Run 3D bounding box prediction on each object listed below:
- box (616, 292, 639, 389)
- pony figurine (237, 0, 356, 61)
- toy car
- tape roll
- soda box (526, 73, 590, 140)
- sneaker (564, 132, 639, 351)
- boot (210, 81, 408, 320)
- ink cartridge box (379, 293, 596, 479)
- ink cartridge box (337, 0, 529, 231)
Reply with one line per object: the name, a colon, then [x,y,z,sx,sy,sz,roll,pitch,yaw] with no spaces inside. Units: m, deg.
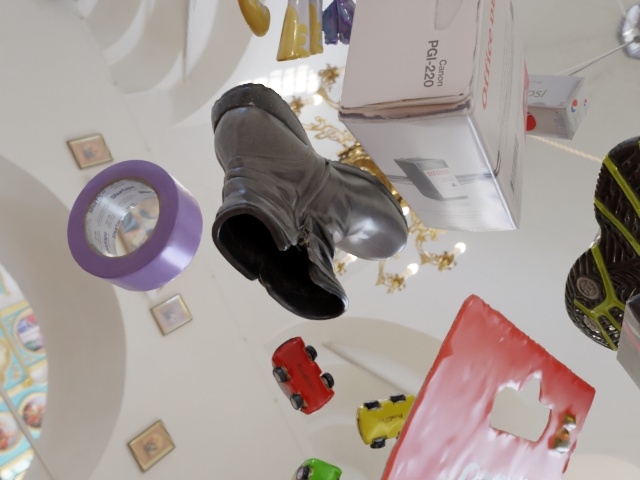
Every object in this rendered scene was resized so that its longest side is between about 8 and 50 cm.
box: [0.423,0.130,0.613,0.143,0.270,0.165,-32,-122,9]
pony figurine: [0.001,-0.465,0.867,0.302,0.351,0.364,8,-66,43]
toy car: [0.005,0.269,0.768,0.239,0.225,0.053,29,-23,-17]
tape roll: [-0.282,-0.022,0.903,0.188,0.080,0.189,-6,-112,15]
soda box: [0.316,-0.224,0.965,0.216,0.074,0.069,20,-25,43]
sneaker: [0.463,0.010,0.841,0.145,0.147,0.385,41,-32,37]
boot: [0.000,0.000,0.663,0.118,0.338,0.223,-35,-136,27]
ink cartridge box: [0.106,0.259,0.344,0.091,0.308,0.385,17,-100,40]
ink cartridge box: [0.103,-0.115,0.465,0.092,0.218,0.159,1,-108,25]
